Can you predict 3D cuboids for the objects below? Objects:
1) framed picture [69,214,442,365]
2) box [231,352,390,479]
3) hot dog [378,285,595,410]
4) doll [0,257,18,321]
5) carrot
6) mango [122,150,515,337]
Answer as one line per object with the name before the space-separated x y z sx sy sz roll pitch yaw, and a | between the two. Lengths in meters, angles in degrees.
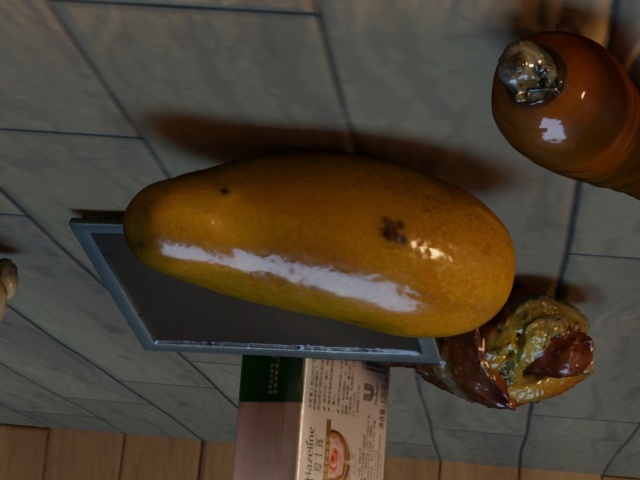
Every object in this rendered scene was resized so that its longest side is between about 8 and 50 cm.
framed picture | -0.046 0.040 1.390 0.274 0.017 0.217 3 149 14
box | -0.005 0.142 1.541 0.081 0.199 0.135 -6 165 35
hot dog | 0.138 0.095 1.491 0.213 0.103 0.146 -4 164 41
doll | -0.417 0.048 1.485 0.278 0.149 0.175 17 -158 7
carrot | 0.163 -0.050 0.925 0.069 0.069 0.336 -1 169 27
mango | 0.002 -0.005 1.105 0.262 0.108 0.157 14 175 -16
